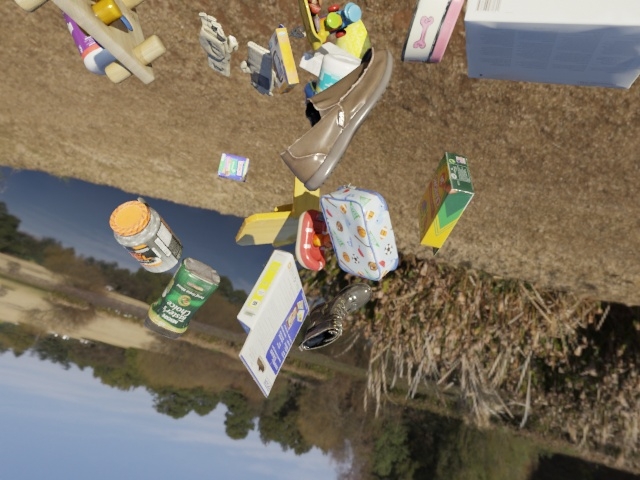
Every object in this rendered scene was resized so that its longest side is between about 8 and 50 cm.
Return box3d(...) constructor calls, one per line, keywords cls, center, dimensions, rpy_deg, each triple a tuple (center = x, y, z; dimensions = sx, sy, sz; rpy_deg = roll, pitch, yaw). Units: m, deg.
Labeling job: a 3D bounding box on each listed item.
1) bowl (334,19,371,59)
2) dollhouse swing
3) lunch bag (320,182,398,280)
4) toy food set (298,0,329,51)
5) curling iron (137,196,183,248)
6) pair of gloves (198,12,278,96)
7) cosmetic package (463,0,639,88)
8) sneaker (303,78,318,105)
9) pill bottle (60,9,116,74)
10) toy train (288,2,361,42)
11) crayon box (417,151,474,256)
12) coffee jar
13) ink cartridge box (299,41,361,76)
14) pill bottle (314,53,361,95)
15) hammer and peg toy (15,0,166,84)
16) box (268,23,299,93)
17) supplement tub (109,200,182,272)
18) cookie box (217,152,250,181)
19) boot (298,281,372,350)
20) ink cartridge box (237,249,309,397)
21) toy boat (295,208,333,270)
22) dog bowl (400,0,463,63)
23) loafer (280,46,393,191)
box3d(cls="bowl", center=(0.138, -0.878, 1.982), dimensions=(0.156, 0.289, 0.289), rpy_deg=(-20, 156, 0))
box3d(cls="dollhouse swing", center=(-0.208, -0.147, 1.919), dimensions=(0.305, 0.315, 0.347), rpy_deg=(9, 155, -19))
box3d(cls="lunch bag", center=(0.118, -0.032, 1.341), dimensions=(0.243, 0.115, 0.303), rpy_deg=(17, 129, 52))
box3d(cls="toy food set", center=(-0.019, -0.688, 1.248), dimensions=(0.071, 0.217, 0.128), rpy_deg=(-18, -158, -3))
box3d(cls="curling iron", center=(-0.506, -0.051, 1.294), dimensions=(0.274, 0.035, 0.068), rpy_deg=(42, 163, 28))
box3d(cls="pair of gloves", center=(-0.222, -0.505, 1.159), dimensions=(0.240, 0.042, 0.204), rpy_deg=(28, 166, 5))
box3d(cls="cosmetic package", center=(0.527, -0.452, 0.937), dimensions=(0.377, 0.097, 0.284), rpy_deg=(13, 179, 21))
box3d(cls="sneaker", center=(-0.013, -0.526, 1.652), dimensions=(0.069, 0.209, 0.082), rpy_deg=(-11, 168, -45))
box3d(cls="pill bottle", center=(-0.754, -0.741, 1.400), dimensions=(0.181, 0.181, 0.322), rpy_deg=(-11, 103, 53))
box3d(cls="toy train", center=(0.008, -0.726, 1.413), dimensions=(0.143, 0.248, 0.105), rpy_deg=(24, 140, 60))
box3d(cls="crayon box", center=(0.418, -0.118, 1.463), dimensions=(0.081, 0.202, 0.318), rpy_deg=(11, 137, -4))
box3d(cls="coffee jar", center=(-0.313, 0.134, 0.939), dimensions=(0.096, 0.184, 0.079), rpy_deg=(31, -163, -26))
box3d(cls="ink cartridge box", center=(0.087, -0.719, 1.736), dimensions=(0.261, 0.296, 0.066), rpy_deg=(29, 128, 4))
box3d(cls="pill bottle", center=(0.050, -0.452, 1.359), dimensions=(0.146, 0.146, 0.264), rpy_deg=(17, 123, 2))
box3d(cls="hammer and peg toy", center=(-0.433, -0.494, 0.793), dimensions=(0.127, 0.361, 0.266), rpy_deg=(-28, 154, 10))
box3d(cls="box", center=(-0.088, -0.416, 0.958), dimensions=(0.028, 0.136, 0.081), rpy_deg=(-18, -172, -18))
box3d(cls="supplement tub", center=(-0.440, -0.008, 1.062), dimensions=(0.117, 0.117, 0.190), rpy_deg=(12, 151, 16))
box3d(cls="cookie box", center=(-0.342, -0.287, 1.656), dimensions=(0.107, 0.091, 0.040), rpy_deg=(12, 177, -3))
box3d(cls="boot", center=(0.057, 0.250, 1.344), dimensions=(0.091, 0.263, 0.229), rpy_deg=(57, -170, -10))
box3d(cls="ink cartridge box", center=(-0.138, 0.237, 1.172), dimensions=(0.072, 0.307, 0.303), rpy_deg=(16, 145, 20))
box3d(cls="toy boat", center=(0.000, 0.000, 1.586), dimensions=(0.151, 0.231, 0.151), rpy_deg=(5, 179, 30))
box3d(cls="dog bowl", center=(0.441, -0.854, 1.556), dimensions=(0.150, 0.408, 0.408), rpy_deg=(21, 160, 6))
box3d(cls="loafer", center=(0.035, -0.289, 0.917), dimensions=(0.130, 0.366, 0.134), rpy_deg=(32, 169, -11))
